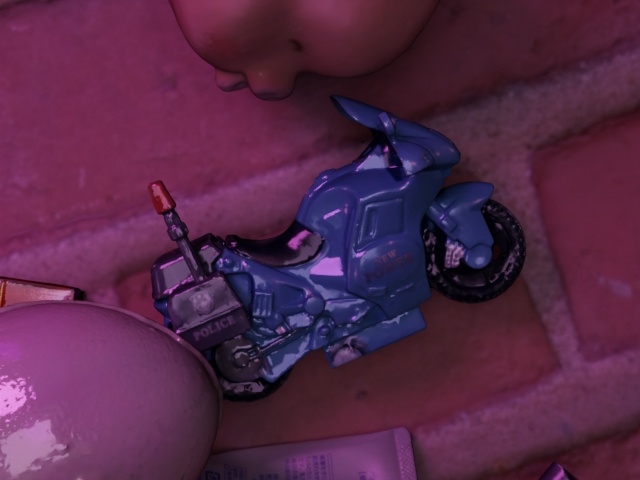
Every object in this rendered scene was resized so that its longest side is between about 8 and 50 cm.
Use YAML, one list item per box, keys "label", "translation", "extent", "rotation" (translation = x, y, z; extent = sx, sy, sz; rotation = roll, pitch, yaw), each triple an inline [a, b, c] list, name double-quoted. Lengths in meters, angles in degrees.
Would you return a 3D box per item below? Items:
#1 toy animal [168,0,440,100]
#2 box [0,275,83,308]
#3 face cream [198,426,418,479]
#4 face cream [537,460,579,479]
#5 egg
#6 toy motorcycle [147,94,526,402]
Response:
- label: "toy animal"
  translation: [-0.030, -0.259, 0.862]
  extent: [0.269, 0.237, 0.327]
  rotation: [7, 86, 11]
- label: "box"
  translation: [-0.270, 0.077, 0.922]
  extent: [0.175, 0.048, 0.112]
  rotation: [8, 88, 0]
- label: "face cream"
  translation: [-0.039, 0.197, 0.905]
  extent: [0.224, 0.070, 0.114]
  rotation: [-5, 52, -1]
- label: "face cream"
  translation: [0.094, 0.273, 0.901]
  extent: [0.078, 0.078, 0.273]
  rotation: [40, 89, 1]
- label: "egg"
  translation: [-0.169, 0.125, 0.809]
  extent: [0.217, 0.183, 0.183]
  rotation: [-26, 89, -1]
- label: "toy motorcycle"
  translation: [0.000, 0.000, 0.890]
  extent: [0.272, 0.123, 0.182]
  rotation: [-24, 99, -1]
